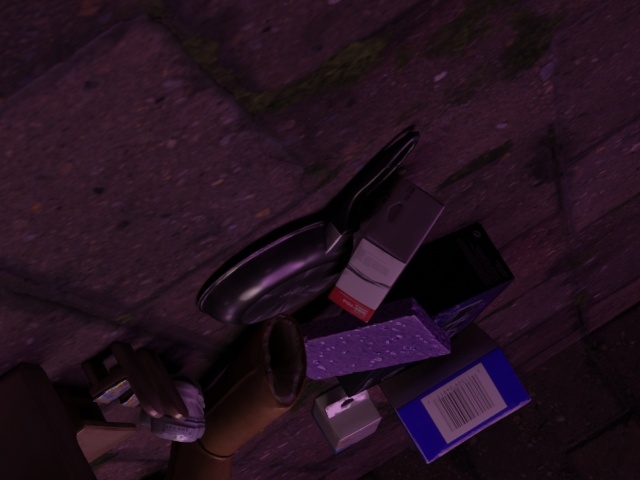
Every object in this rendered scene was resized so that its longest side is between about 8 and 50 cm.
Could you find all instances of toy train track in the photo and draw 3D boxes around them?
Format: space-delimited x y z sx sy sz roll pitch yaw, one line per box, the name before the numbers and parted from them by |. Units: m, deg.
toy train track | 0.083 -0.056 1.352 0.048 0.014 0.083 -27 163 -17

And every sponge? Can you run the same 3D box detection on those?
sponge | 0.053 0.132 1.610 0.210 0.031 0.117 -15 144 26

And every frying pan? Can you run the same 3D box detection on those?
frying pan | 0.009 0.003 1.344 0.326 0.053 0.197 -33 166 15

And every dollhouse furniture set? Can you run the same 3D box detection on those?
dollhouse furniture set | -0.262 0.233 1.309 0.212 0.161 0.242 -34 164 7

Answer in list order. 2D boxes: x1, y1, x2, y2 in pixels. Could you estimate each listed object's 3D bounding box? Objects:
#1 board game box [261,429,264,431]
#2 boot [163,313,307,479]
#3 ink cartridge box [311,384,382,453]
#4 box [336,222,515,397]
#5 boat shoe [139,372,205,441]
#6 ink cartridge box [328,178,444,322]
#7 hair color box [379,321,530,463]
board game box | -0.139 0.278 1.877 0.092 0.043 0.181 -29 164 -8
boot | -0.111 0.253 1.579 0.089 0.236 0.269 12 144 -29
ink cartridge box | 0.047 0.317 2.243 0.092 0.090 0.143 -28 164 -12
box | 0.130 0.103 1.757 0.184 0.103 0.261 -19 160 -29
boat shoe | -0.172 0.202 1.523 0.083 0.076 0.226 15 174 -12
ink cartridge box | 0.071 0.012 1.338 0.099 0.056 0.135 -53 175 -34
hair color box | 0.192 0.218 1.959 0.185 0.110 0.339 -31 -169 -1
